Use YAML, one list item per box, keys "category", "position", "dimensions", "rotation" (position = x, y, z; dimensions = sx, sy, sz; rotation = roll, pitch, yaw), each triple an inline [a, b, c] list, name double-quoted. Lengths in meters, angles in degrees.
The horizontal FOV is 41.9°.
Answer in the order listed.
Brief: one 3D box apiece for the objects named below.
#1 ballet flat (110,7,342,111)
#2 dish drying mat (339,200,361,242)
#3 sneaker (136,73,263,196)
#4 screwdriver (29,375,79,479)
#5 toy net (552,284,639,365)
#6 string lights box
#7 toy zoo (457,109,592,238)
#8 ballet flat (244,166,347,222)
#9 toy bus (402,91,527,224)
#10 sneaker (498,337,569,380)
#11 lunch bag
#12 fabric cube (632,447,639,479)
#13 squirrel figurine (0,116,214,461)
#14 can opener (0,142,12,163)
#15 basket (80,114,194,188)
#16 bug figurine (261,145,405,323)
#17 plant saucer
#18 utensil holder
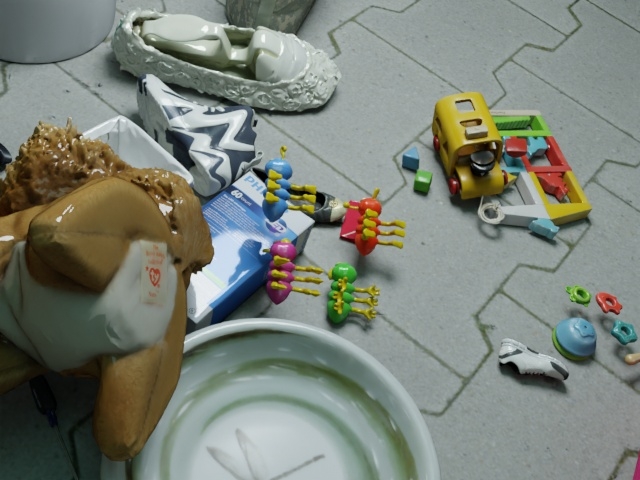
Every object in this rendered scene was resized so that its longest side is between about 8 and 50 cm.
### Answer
- category: "ballet flat"
  position: [-0.154, -0.315, 1.432]
  dimensions: [0.409, 0.147, 0.147]
  rotation: [6, 51, -10]
- category: "dish drying mat"
  position: [0.054, -0.031, 1.348]
  dimensions: [0.032, 0.008, 0.083]
  rotation: [18, 50, -1]
- category: "sneaker"
  position: [-0.183, -0.191, 1.352]
  dimensions: [0.153, 0.094, 0.235]
  rotation: [-27, 64, -33]
- category: "screwdriver"
  position: [-0.322, 0.239, 1.018]
  dimensions: [0.025, 0.024, 0.169]
  rotation: [-27, 67, 1]
- category: "toy net"
  position: [0.480, 0.155, 1.302]
  dimensions: [0.232, 0.045, 0.122]
  rotation: [21, 48, -1]
- category: "string lights box"
  position: [-0.142, 0.022, 1.203]
  dimensions: [0.133, 0.076, 0.260]
  rotation: [38, 52, 14]
- category: "toy zoo"
  position: [0.360, -0.122, 1.495]
  dimensions: [0.192, 0.030, 0.293]
  rotation: [-3, 54, -19]
- category: "ballet flat"
  position: [-0.040, -0.070, 1.324]
  dimensions: [0.173, 0.049, 0.057]
  rotation: [16, 51, -4]
- category: "toy bus"
  position: [0.257, -0.157, 1.412]
  dimensions: [0.202, 0.104, 0.191]
  rotation: [27, 60, 19]
- category: "sneaker"
  position: [0.313, 0.186, 1.235]
  dimensions: [0.109, 0.040, 0.043]
  rotation: [23, 66, 7]
- category: "lunch bag"
  position: [-0.071, -0.505, 1.543]
  dimensions: [0.169, 0.235, 0.287]
  rotation: [23, 49, -4]
- category: "fabric cube"
  position: [0.590, 0.288, 1.084]
  dimensions: [0.254, 0.258, 0.259]
  rotation: [26, 50, 7]
- category: "squirrel figurine"
  position: [-0.345, 0.031, 1.000]
  dimensions: [0.371, 0.281, 0.397]
  rotation: [-3, 32, 20]
- category: "can opener"
  position: [-0.552, -0.156, 1.251]
  dimensions: [0.186, 0.073, 0.059]
  rotation: [31, 89, 13]
- category: "basket"
  position: [-0.283, -0.083, 1.230]
  dimensions: [0.167, 0.103, 0.113]
  rotation: [40, 53, 17]
- category: "bug figurine"
  position: [0.000, 0.000, 1.193]
  dimensions: [0.279, 0.072, 0.216]
  rotation: [21, 73, -42]
- category: "plant saucer"
  position: [-0.058, 0.284, 1.002]
  dimensions: [0.401, 0.100, 0.400]
  rotation: [8, 51, -10]
- category: "utensil holder"
  position: [-0.481, -0.533, 1.349]
  dimensions: [0.328, 0.385, 0.327]
  rotation: [8, 51, -10]
